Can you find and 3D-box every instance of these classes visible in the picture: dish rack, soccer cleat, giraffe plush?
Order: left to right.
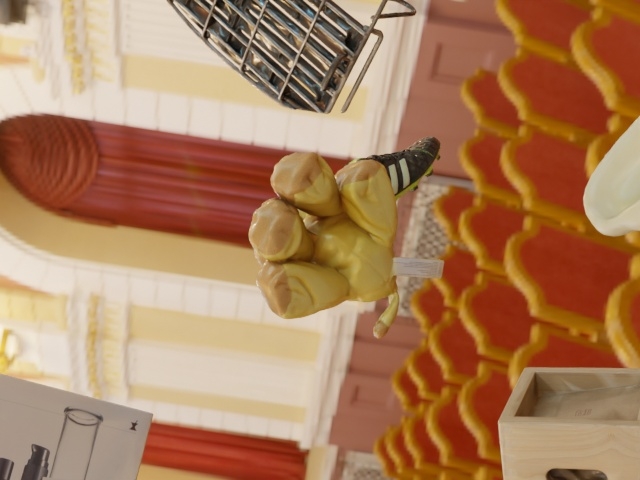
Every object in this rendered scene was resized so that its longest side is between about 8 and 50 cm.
[{"bbox_3d":[0.000,0.000,1.124,0.170,0.210,0.181,13,81,62],"label":"giraffe plush"},{"bbox_3d":[0.008,-0.217,0.598,0.074,0.208,0.272,-12,-41,-48],"label":"dish rack"},{"bbox_3d":[0.074,-0.078,1.234,0.179,0.072,0.060,-44,13,-27],"label":"soccer cleat"}]

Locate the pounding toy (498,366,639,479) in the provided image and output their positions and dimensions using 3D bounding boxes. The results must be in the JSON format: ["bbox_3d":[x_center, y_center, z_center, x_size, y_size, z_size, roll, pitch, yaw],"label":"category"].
[{"bbox_3d":[0.217,0.167,0.806,0.130,0.141,0.100,-37,-58,-63],"label":"pounding toy"}]

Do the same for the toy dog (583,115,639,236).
[{"bbox_3d":[0.477,-0.007,0.857,0.395,0.408,0.284,-57,30,-7],"label":"toy dog"}]

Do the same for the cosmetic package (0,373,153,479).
[{"bbox_3d":[-0.432,0.313,1.344,0.097,0.377,0.285,148,136,-62],"label":"cosmetic package"}]
